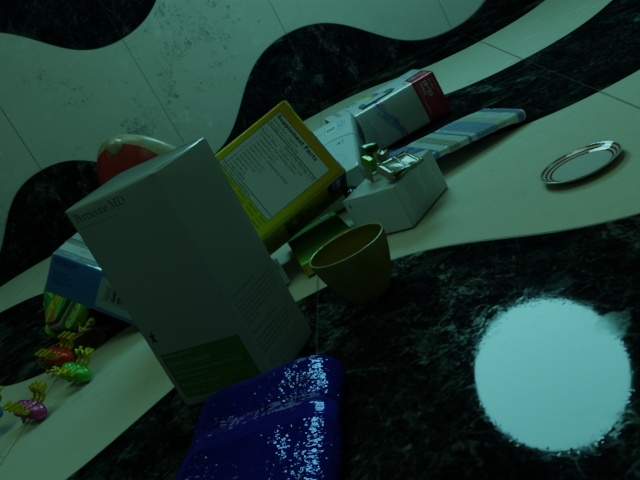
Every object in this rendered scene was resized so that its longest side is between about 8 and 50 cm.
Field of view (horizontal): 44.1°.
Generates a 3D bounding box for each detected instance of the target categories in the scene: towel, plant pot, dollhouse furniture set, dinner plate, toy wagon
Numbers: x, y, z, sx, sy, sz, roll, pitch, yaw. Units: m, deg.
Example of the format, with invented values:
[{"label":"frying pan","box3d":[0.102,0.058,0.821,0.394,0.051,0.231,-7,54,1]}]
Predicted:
[{"label":"towel","box3d":[0.298,-0.227,1.767,0.284,0.034,0.209,-26,15,-11]},{"label":"towel","box3d":[-0.080,0.251,0.944,0.227,0.076,0.308,-27,16,11]},{"label":"plant pot","box3d":[0.062,0.046,1.283,0.134,0.095,0.134,-27,16,8]},{"label":"dollhouse furniture set","box3d":[0.132,-0.140,1.526,0.076,0.059,0.151,-27,34,-20]},{"label":"dinner plate","box3d":[0.433,-0.126,1.312,0.141,0.017,0.141,-27,17,9]},{"label":"toy wagon","box3d":[-0.640,0.127,2.048,0.267,0.068,0.344,-56,33,17]}]

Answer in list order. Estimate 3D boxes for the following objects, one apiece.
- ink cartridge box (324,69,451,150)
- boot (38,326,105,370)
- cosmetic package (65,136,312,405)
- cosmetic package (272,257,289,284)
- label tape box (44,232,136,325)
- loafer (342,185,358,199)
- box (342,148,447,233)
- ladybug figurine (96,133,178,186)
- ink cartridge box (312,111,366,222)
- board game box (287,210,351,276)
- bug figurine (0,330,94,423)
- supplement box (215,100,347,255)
[{"label":"ink cartridge box","box3d":[0.184,-0.352,2.217,0.306,0.131,0.226,-28,16,-1]},{"label":"boot","box3d":[-0.580,0.251,1.840,0.157,0.059,0.084,-26,11,-21]},{"label":"cosmetic package","box3d":[-0.194,0.052,1.215,0.196,0.366,0.155,-20,19,32]},{"label":"cosmetic package","box3d":[-0.179,0.124,1.517,0.239,0.060,0.099,-38,18,-27]},{"label":"label tape box","box3d":[-0.462,0.046,1.902,0.348,0.249,0.115,-67,-3,-63]},{"label":"loafer","box3d":[0.087,-0.090,1.649,0.061,0.062,0.170,-19,-1,11]},{"label":"box","box3d":[0.149,-0.091,1.556,0.130,0.091,0.170,-14,22,42]},{"label":"ladybug figurine","box3d":[-0.401,-0.100,2.018,0.305,0.449,0.162,-10,55,30]},{"label":"ink cartridge box","box3d":[-0.064,-0.139,1.938,0.384,0.091,0.308,-26,30,13]},{"label":"board game box","box3d":[0.000,0.000,1.636,0.124,0.039,0.259,-30,18,-2]},{"label":"bug figurine","box3d":[-0.594,0.303,1.653,0.216,0.072,0.279,2,31,41]},{"label":"supplement box","box3d":[-0.140,-0.081,1.624,0.356,0.194,0.195,-39,-9,-3]}]
